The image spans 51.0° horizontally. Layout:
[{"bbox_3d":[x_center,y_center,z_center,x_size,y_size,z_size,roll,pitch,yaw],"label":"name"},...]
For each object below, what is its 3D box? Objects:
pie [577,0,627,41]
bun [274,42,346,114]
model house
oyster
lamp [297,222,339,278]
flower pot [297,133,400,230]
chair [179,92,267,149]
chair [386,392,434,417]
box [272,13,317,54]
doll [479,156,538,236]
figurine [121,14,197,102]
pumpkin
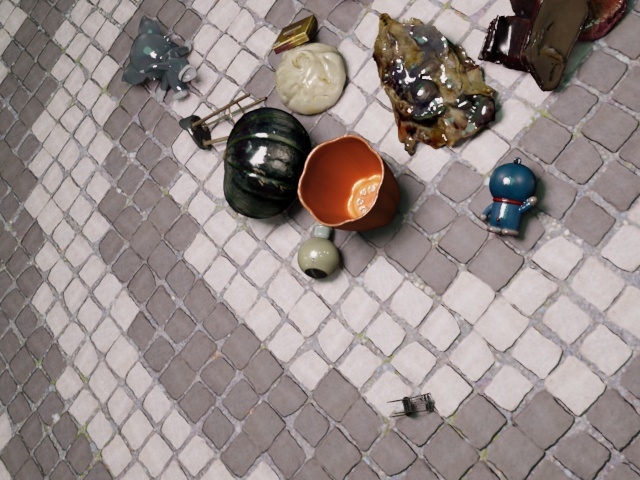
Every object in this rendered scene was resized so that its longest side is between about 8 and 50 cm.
[{"bbox_3d":[0.511,-0.478,1.319,0.182,0.049,0.182,-4,80,23],"label":"pie"},{"bbox_3d":[-0.033,-0.381,1.547,0.183,0.102,0.183,-6,77,28],"label":"bun"},{"bbox_3d":[0.406,-0.416,1.302,0.203,0.141,0.164,-69,28,21],"label":"model house"},{"bbox_3d":[0.228,-0.362,1.417,0.221,0.096,0.361,-21,71,14],"label":"oyster"},{"bbox_3d":[0.000,0.000,1.452,0.091,0.091,0.163,-8,58,26],"label":"lamp"},{"bbox_3d":[0.074,-0.099,1.379,0.190,0.173,0.191,-8,73,25],"label":"flower pot"},{"bbox_3d":[-0.234,-0.284,1.636,0.221,0.104,0.095,-14,88,21],"label":"chair"},{"bbox_3d":[0.174,0.321,1.304,0.086,0.042,0.037,-6,72,-11],"label":"chair"},{"bbox_3d":[-0.060,-0.491,1.591,0.090,0.023,0.133,-20,30,22],"label":"box"},{"bbox_3d":[0.363,-0.085,1.281,0.114,0.085,0.152,11,93,41],"label":"doll"},{"bbox_3d":[-0.417,-0.450,1.747,0.193,0.140,0.265,-65,35,20],"label":"figurine"},{"bbox_3d":[-0.116,-0.166,1.490,0.250,0.216,0.250,-40,36,39],"label":"pumpkin"}]
